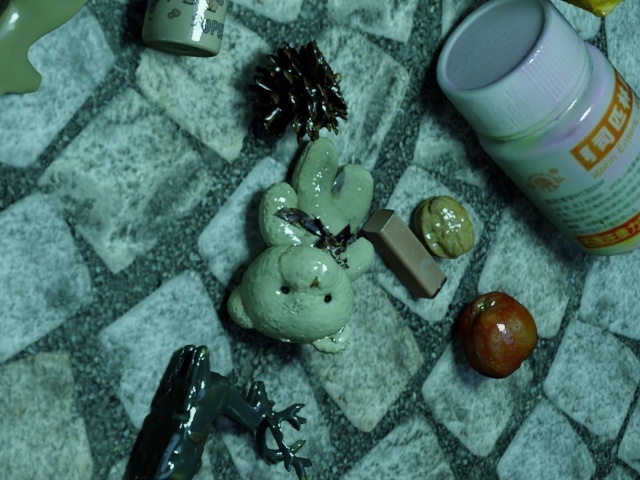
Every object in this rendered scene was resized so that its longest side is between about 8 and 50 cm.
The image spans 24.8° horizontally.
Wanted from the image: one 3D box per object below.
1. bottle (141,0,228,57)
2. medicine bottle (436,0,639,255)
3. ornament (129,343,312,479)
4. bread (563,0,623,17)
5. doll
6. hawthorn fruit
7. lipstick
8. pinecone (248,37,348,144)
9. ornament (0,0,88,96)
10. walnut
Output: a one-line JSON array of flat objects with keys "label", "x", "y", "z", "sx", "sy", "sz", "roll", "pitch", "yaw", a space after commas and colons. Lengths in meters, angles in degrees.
[{"label": "bottle", "x": -0.146, "y": -0.331, "z": 1.748, "sx": 0.097, "sy": 0.110, "sz": 0.209, "roll": 16, "pitch": 83, "yaw": -70}, {"label": "medicine bottle", "x": 0.352, "y": -0.166, "z": 2.099, "sx": 0.388, "sy": 0.219, "sz": 0.219, "roll": 43, "pitch": 68, "yaw": -33}, {"label": "ornament", "x": -0.110, "y": 0.265, "z": 1.848, "sx": 0.236, "sy": 0.080, "sz": 0.202, "roll": 32, "pitch": 71, "yaw": -37}, {"label": "bread", "x": 0.305, "y": -0.412, "z": 1.987, "sx": 0.166, "sy": 0.294, "sz": 0.132, "roll": 16, "pitch": 106, "yaw": -34}, {"label": "doll", "x": -0.003, "y": -0.002, "z": 1.886, "sx": 0.175, "sy": 0.149, "sz": 0.278, "roll": 18, "pitch": 66, "yaw": -6}, {"label": "hawthorn fruit", "x": 0.258, "y": 0.137, "z": 2.114, "sx": 0.128, "sy": 0.128, "sz": 0.128, "roll": -4, "pitch": 96, "yaw": -39}, {"label": "lipstick", "x": 0.119, "y": 0.020, "z": 2.036, "sx": 0.045, "sy": 0.045, "sz": 0.145, "roll": -53, "pitch": 124, "yaw": -20}, {"label": "pinecone", "x": -0.029, "y": -0.187, "z": 1.852, "sx": 0.120, "sy": 0.140, "sz": 0.140, "roll": -23, "pitch": 112, "yaw": -1}, {"label": "ornament", "x": -0.315, "y": -0.288, "z": 1.623, "sx": 0.245, "sy": 0.061, "sz": 0.230, "roll": -49, "pitch": 147, "yaw": -34}, {"label": "walnut", "x": 0.175, "y": -0.016, "z": 2.057, "sx": 0.082, "sy": 0.079, "sz": 0.096, "roll": -33, "pitch": 107, "yaw": -36}]
